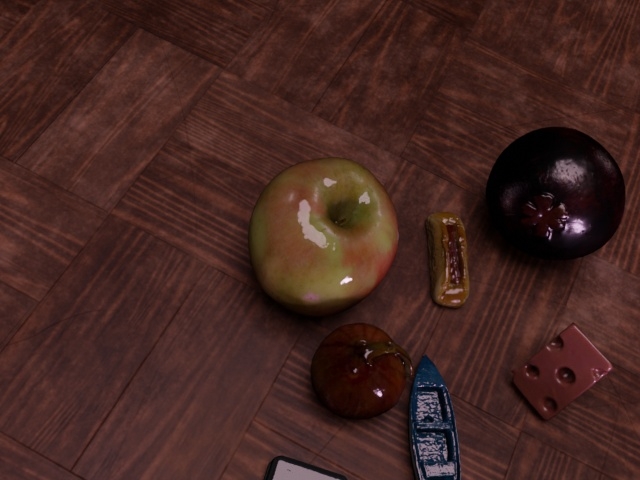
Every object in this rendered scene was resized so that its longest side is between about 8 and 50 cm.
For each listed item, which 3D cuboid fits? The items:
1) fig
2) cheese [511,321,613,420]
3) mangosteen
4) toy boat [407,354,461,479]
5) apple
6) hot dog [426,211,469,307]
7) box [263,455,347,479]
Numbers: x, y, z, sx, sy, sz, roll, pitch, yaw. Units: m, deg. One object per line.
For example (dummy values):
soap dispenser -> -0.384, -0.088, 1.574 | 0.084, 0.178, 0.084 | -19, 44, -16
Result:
fig -> 0.082, 0.250, 1.519 | 0.205, 0.205, 0.205 | 4, 60, -8
cheese -> 0.531, 0.251, 1.626 | 0.128, 0.203, 0.177 | 49, 36, 19
mangosteen -> 0.542, -0.112, 1.767 | 0.307, 0.307, 0.347 | 37, 32, 11
toy boat -> 0.219, 0.377, 1.545 | 0.096, 0.062, 0.299 | 2, 62, -9
apple -> 0.000, 0.000, 1.602 | 0.319, 0.277, 0.319 | 7, 65, -16
hot dog -> 0.292, 0.032, 1.747 | 0.084, 0.073, 0.243 | 8, 60, -11
box -> -0.048, 0.526, 1.419 | 0.160, 0.050, 0.230 | 18, 59, 1
